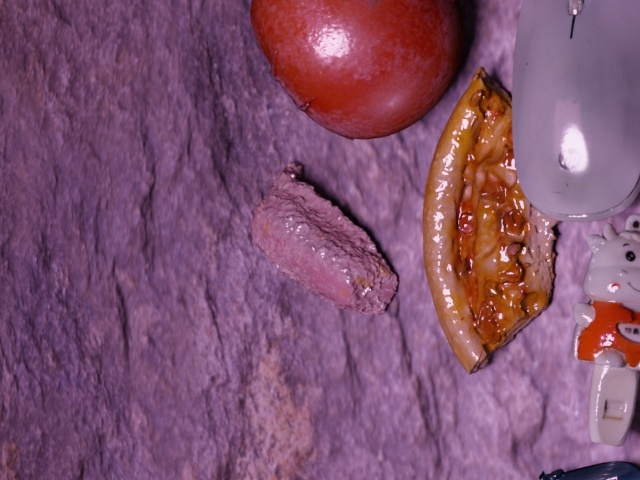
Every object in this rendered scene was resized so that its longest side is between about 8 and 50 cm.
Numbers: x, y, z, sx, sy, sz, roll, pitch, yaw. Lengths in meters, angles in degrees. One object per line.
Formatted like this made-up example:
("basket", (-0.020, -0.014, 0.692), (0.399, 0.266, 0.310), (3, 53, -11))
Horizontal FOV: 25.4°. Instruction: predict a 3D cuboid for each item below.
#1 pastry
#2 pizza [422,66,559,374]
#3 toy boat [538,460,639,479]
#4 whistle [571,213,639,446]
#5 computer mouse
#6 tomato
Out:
("pastry", (-0.012, 0.000, 1.881), (0.265, 0.112, 0.103), (47, 133, 36))
("pizza", (0.203, -0.020, 1.684), (0.182, 0.074, 0.366), (11, 97, 41))
("toy boat", (0.310, 0.277, 1.592), (0.141, 0.055, 0.060), (-25, 96, 42))
("whistle", (0.325, 0.096, 1.538), (0.101, 0.106, 0.253), (9, 90, 24))
("computer mouse", (0.285, -0.164, 1.560), (0.159, 0.097, 0.289), (-1, 88, 29))
("tomato", (0.051, -0.258, 1.714), (0.265, 0.265, 0.265), (0, 90, 46))
